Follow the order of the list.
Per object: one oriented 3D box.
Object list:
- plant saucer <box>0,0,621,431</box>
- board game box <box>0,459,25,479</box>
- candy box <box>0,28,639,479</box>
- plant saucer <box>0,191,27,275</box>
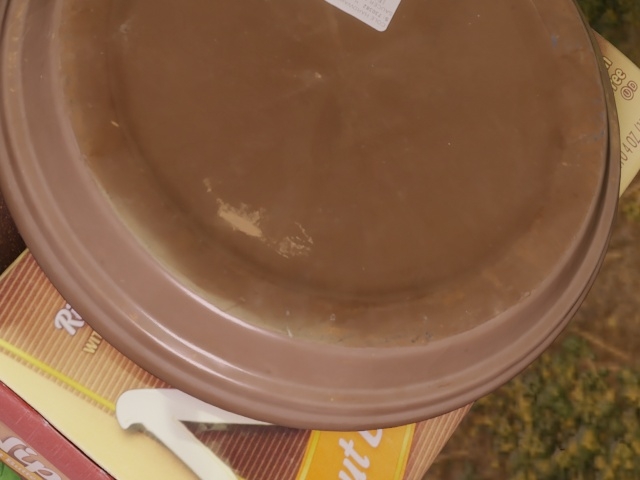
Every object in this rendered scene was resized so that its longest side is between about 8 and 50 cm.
[{"bbox_3d":[0.003,-0.060,0.732,0.278,0.041,0.277,7,67,-16],"label":"plant saucer"},{"bbox_3d":[-0.193,0.253,0.717,0.318,0.066,0.318,-9,77,-20],"label":"board game box"},{"bbox_3d":[0.000,0.000,0.781,0.183,0.087,0.316,40,63,-3],"label":"candy box"},{"bbox_3d":[-0.015,-0.045,0.872,0.311,0.050,0.310,5,73,-17],"label":"plant saucer"}]
